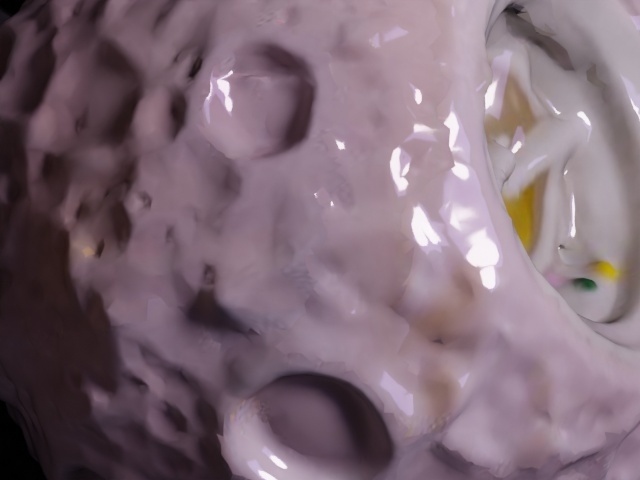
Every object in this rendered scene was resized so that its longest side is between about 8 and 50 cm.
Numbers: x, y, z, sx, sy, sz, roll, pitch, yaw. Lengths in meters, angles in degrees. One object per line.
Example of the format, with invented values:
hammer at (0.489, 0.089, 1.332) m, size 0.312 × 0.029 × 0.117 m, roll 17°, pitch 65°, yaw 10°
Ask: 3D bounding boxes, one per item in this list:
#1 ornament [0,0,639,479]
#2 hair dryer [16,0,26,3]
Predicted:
ornament at (0.000, 0.000, 0.544) m, size 0.259 × 0.225 × 0.259 m, roll 23°, pitch 60°, yaw -47°
hair dryer at (-0.133, -0.111, 0.566) m, size 0.154 × 0.054 × 0.106 m, roll 27°, pitch 60°, yaw -51°
